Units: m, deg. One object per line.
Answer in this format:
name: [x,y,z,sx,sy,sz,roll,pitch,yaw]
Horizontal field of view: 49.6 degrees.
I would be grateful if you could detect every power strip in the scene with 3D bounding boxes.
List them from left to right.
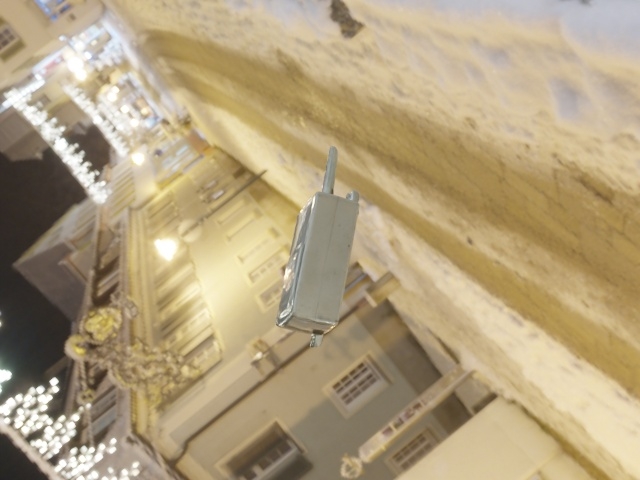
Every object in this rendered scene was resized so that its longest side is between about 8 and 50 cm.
power strip: [0.000,0.000,0.590,0.042,0.175,0.075,14,163,-11]
